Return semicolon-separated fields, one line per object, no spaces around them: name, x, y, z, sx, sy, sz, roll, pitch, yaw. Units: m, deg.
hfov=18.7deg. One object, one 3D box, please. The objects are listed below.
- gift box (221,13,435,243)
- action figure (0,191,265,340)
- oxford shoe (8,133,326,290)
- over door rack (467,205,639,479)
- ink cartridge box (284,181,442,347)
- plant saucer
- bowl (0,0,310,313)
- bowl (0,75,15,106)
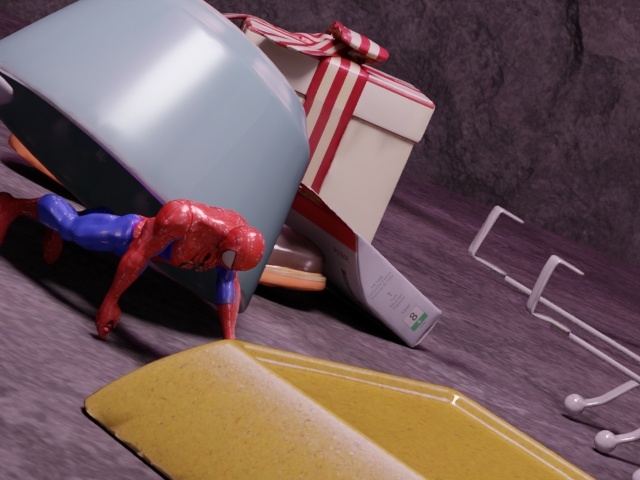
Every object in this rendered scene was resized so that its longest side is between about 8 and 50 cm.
gift box;-0.035;-0.128;2.193;0.276;0.258;0.255;23;7;-12
action figure;-0.144;0.033;1.460;0.091;0.139;0.280;12;-9;-43
oxford shoe;-0.137;-0.068;1.916;0.363;0.133;0.130;30;8;15
over door rack;0.265;0.128;1.807;0.324;0.108;0.239;43;3;-16
ink cartridge box;0.000;0.000;1.938;0.224;0.056;0.181;41;-4;-36
plant saucer;0.072;0.159;1.218;0.332;0.081;0.332;16;10;-45
bowl;-0.129;-0.100;1.639;0.311;0.163;0.311;40;-11;9
bowl;-0.397;-0.137;1.506;0.297;0.134;0.298;30;-7;4
